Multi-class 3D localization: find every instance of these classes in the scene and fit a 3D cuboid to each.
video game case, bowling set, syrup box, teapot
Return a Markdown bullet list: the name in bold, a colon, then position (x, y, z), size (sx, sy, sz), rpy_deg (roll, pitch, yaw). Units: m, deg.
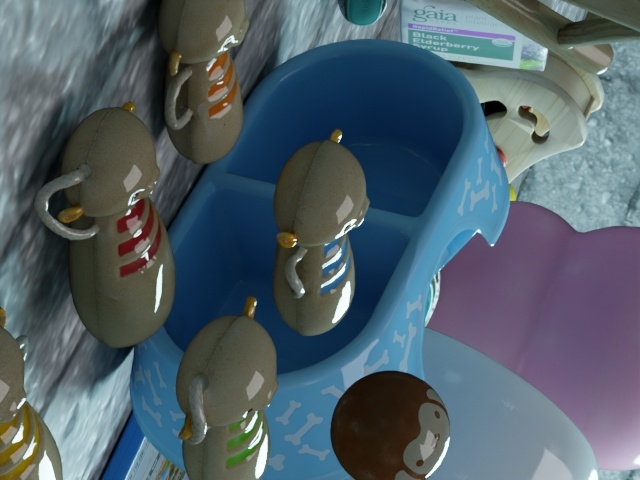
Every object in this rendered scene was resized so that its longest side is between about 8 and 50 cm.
- **video game case**: position (-0.098, 0.123, 1.209), size (0.166, 0.015, 0.119), rpy_deg (87, 26, -68)
- **bowling set**: position (-0.029, 0.019, 0.839), size (0.154, 0.199, 0.287), rpy_deg (92, 17, -60)
- **syrup box**: position (0.110, -0.232, 1.196), size (0.096, 0.093, 0.237), rpy_deg (78, 20, -74)
- **teapot**: position (0.067, 0.189, 1.434), size (0.187, 0.256, 0.252), rpy_deg (-55, 158, -20)

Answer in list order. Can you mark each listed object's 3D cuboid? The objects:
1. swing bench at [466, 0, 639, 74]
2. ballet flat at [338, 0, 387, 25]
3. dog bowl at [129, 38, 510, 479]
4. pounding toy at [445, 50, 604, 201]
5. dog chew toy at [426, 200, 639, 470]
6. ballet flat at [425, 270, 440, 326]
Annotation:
- **swing bench**: position (0.102, -0.244, 0.910), size (0.253, 0.254, 0.165), rpy_deg (-67, -165, -3)
- **ballet flat**: position (0.029, -0.186, 1.197), size (0.114, 0.041, 0.041), rpy_deg (101, 14, -48)
- **dog bowl**: position (0.000, 0.000, 1.076), size (0.074, 0.166, 0.297), rpy_deg (83, 28, -47)
- **pounding toy**: position (0.187, -0.133, 1.831), size (0.155, 0.154, 0.269), rpy_deg (-58, 166, -48)
- **dog chew toy**: position (0.173, 0.062, 1.635), size (0.206, 0.331, 0.207), rpy_deg (21, 90, -81)
- **ballet flat**: position (0.041, -0.012, 1.461), size (0.316, 0.107, 0.106), rpy_deg (100, -12, -57)
